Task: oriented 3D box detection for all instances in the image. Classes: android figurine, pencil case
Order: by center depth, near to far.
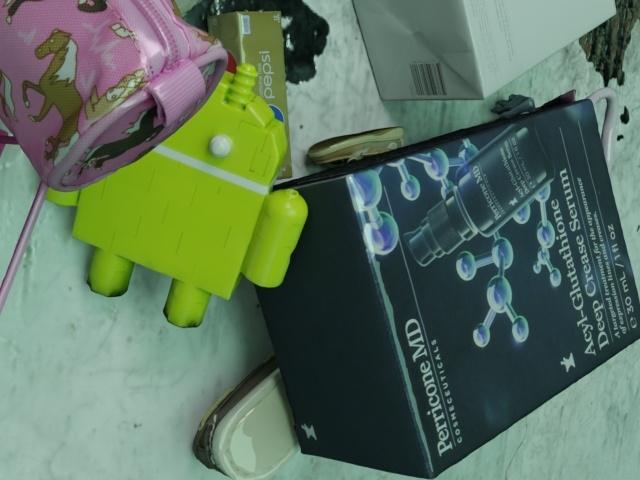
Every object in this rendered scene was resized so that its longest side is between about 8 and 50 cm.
[{"bbox_3d":[-0.226,-0.217,0.545,0.160,0.167,0.386,-36,92,1],"label":"pencil case"},{"bbox_3d":[-0.133,-0.050,0.739,0.056,0.248,0.272,-66,179,-63],"label":"android figurine"}]

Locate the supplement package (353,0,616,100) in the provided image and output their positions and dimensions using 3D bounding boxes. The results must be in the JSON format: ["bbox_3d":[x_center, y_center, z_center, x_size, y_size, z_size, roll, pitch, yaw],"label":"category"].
[{"bbox_3d":[0.211,-0.312,1.004,0.293,0.178,0.175,-34,118,-30],"label":"supplement package"}]

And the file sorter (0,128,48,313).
[{"bbox_3d":[-0.369,-0.040,0.560,0.291,0.182,0.202,24,81,-40],"label":"file sorter"}]

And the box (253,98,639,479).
[{"bbox_3d":[0.145,0.034,0.890,0.396,0.212,0.293,-21,98,-36],"label":"box"}]

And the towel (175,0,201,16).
[{"bbox_3d":[-0.178,-0.361,0.754,0.187,0.049,0.282,-47,123,-21],"label":"towel"}]

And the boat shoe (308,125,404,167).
[{"bbox_3d":[0.049,-0.109,0.986,0.153,0.056,0.048,-19,105,-44],"label":"boat shoe"}]

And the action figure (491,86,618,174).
[{"bbox_3d":[0.375,-0.042,1.145,0.248,0.276,0.370,-40,107,-35],"label":"action figure"}]

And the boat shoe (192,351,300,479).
[{"bbox_3d":[-0.011,0.166,0.955,0.324,0.097,0.116,-36,103,-31],"label":"boat shoe"}]

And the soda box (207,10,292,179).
[{"bbox_3d":[-0.076,-0.155,0.865,0.058,0.061,0.181,-13,106,-38],"label":"soda box"}]
